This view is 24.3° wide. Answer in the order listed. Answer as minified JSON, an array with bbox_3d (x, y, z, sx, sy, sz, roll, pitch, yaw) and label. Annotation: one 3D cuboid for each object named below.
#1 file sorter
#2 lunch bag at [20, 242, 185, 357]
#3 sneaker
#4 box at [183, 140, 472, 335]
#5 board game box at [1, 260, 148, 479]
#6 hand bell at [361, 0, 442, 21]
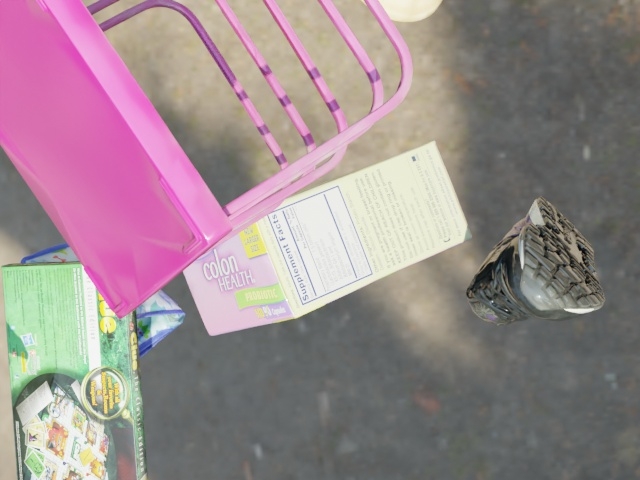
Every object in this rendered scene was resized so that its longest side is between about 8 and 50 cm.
[{"bbox_3d":[-0.091,-0.099,0.971,0.202,0.182,0.291,56,159,0],"label":"file sorter"},{"bbox_3d":[-0.238,0.066,1.596,0.129,0.151,0.096,43,129,20],"label":"lunch bag"},{"bbox_3d":[0.206,0.050,1.489,0.124,0.283,0.107,-44,90,16],"label":"sneaker"},{"bbox_3d":[0.000,0.000,1.634,0.213,0.243,0.117,-17,95,60],"label":"box"},{"bbox_3d":[-0.245,0.150,1.490,0.136,0.030,0.259,-2,94,17],"label":"board game box"},{"bbox_3d":[0.130,-0.314,1.401,0.242,0.126,0.126,-33,67,56],"label":"hand bell"}]
